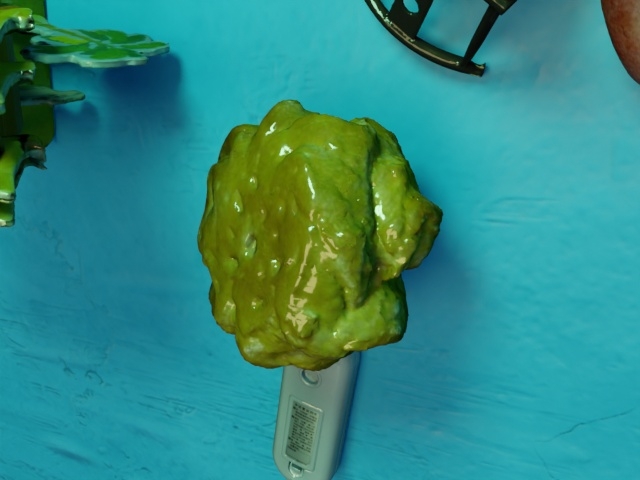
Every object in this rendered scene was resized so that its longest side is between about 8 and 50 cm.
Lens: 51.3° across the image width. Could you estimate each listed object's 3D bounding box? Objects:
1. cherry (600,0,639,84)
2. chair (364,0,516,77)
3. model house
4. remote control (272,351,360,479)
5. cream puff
[{"bbox_3d":[0.247,-0.161,0.445,0.106,0.087,0.126,-9,104,38],"label":"cherry"},{"bbox_3d":[0.118,-0.247,0.460,0.154,0.141,0.260,44,171,6],"label":"chair"},{"bbox_3d":[-0.320,-0.121,0.633,0.312,0.357,0.243,28,123,29],"label":"model house"},{"bbox_3d":[-0.010,0.198,0.790,0.087,0.047,0.244,21,120,25],"label":"remote control"},{"bbox_3d":[-0.009,-0.002,0.601,0.196,0.244,0.244,10,123,-14],"label":"cream puff"}]
